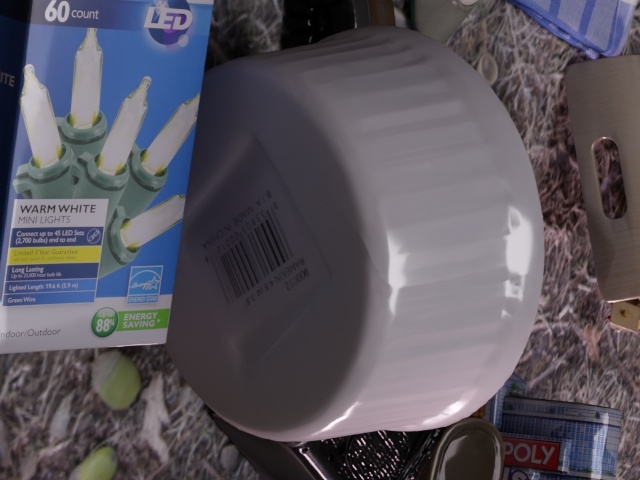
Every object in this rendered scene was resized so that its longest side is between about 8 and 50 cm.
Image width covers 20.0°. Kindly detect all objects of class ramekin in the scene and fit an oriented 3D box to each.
[{"bbox_3d":[0.000,0.000,1.195,0.135,0.277,0.277,-9,112,-42],"label":"ramekin"}]

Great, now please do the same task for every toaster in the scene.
[{"bbox_3d":[0.025,0.119,1.405,0.168,0.110,0.186,-56,141,-19],"label":"toaster"}]

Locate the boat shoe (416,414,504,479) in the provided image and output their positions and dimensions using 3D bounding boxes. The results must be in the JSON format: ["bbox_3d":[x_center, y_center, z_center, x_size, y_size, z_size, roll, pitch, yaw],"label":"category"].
[{"bbox_3d":[0.067,0.286,1.526,0.110,0.104,0.307,21,86,-36],"label":"boat shoe"}]

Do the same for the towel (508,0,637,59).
[{"bbox_3d":[0.251,-0.314,1.575,0.209,0.034,0.285,21,88,-53],"label":"towel"}]

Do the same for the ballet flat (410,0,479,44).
[{"bbox_3d":[0.120,-0.249,1.404,0.072,0.068,0.213,-5,109,-51],"label":"ballet flat"}]

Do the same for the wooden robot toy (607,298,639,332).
[{"bbox_3d":[0.321,0.051,1.816,0.173,0.076,0.079,-44,174,-36],"label":"wooden robot toy"}]

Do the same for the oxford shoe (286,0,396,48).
[{"bbox_3d":[0.027,-0.088,1.344,0.096,0.082,0.227,-18,120,-52],"label":"oxford shoe"}]

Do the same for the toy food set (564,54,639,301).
[{"bbox_3d":[0.335,-0.046,1.729,0.306,0.092,0.220,4,75,-54],"label":"toy food set"}]

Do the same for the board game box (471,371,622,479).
[{"bbox_3d":[0.157,0.184,1.575,0.060,0.194,0.194,16,78,-55],"label":"board game box"}]

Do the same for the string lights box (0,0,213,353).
[{"bbox_3d":[-0.150,-0.067,1.112,0.133,0.076,0.260,-2,107,-40],"label":"string lights box"}]
